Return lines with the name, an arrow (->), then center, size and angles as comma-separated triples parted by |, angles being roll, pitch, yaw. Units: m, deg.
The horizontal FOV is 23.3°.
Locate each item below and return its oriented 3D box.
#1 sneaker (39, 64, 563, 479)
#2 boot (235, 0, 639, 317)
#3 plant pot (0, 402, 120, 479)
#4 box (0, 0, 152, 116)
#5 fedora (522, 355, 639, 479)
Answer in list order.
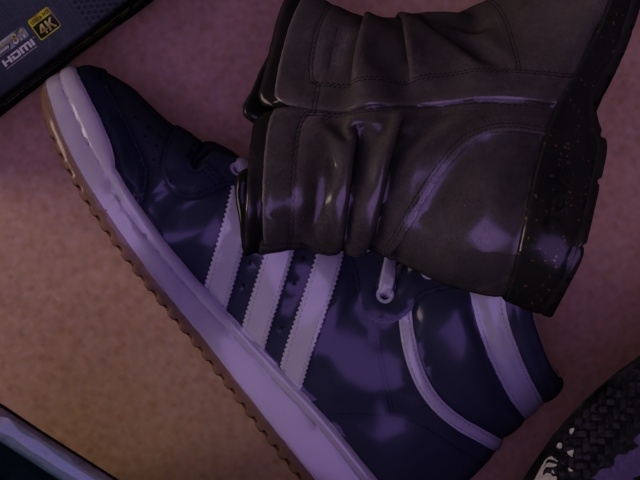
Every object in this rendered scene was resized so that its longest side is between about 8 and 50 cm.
sneaker -> 0.000, 0.000, 0.754 | 0.153, 0.099, 0.282 | -37, 94, 5
boot -> 0.056, -0.092, 0.706 | 0.161, 0.083, 0.246 | 16, 65, 3
plant pot -> -0.124, 0.219, 0.695 | 0.247, 0.252, 0.248 | 32, 84, -2
box -> -0.169, -0.167, 0.748 | 0.232, 0.059, 0.183 | -34, 93, 14
fedora -> 0.238, 0.159, 0.731 | 0.334, 0.152, 0.334 | 0, 95, -1
